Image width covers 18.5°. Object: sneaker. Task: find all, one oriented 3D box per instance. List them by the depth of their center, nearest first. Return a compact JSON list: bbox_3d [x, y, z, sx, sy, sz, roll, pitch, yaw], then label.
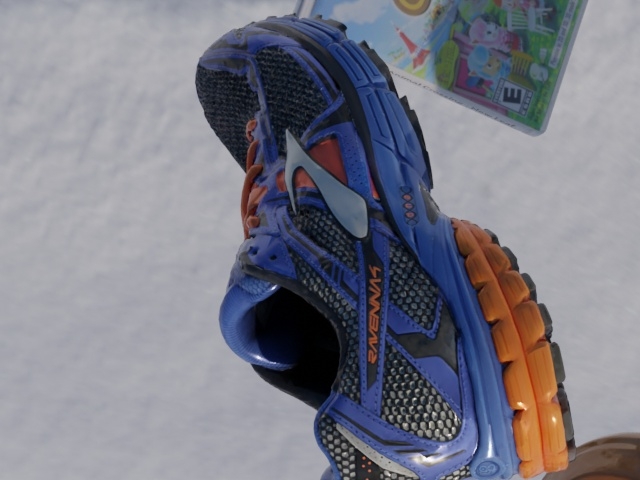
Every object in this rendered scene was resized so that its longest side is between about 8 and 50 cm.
[{"bbox_3d":[0.000,0.000,0.656,0.087,0.083,0.221,-21,44,-13],"label":"sneaker"}]

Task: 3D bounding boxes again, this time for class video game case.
[{"bbox_3d":[0.100,-0.204,1.362,0.193,0.023,0.212,23,76,-14],"label":"video game case"}]

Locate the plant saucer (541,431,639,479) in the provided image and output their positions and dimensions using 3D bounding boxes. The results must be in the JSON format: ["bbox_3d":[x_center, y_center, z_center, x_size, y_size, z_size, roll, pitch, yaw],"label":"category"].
[{"bbox_3d":[0.201,0.224,1.266,0.200,0.037,0.200,8,101,46],"label":"plant saucer"}]
